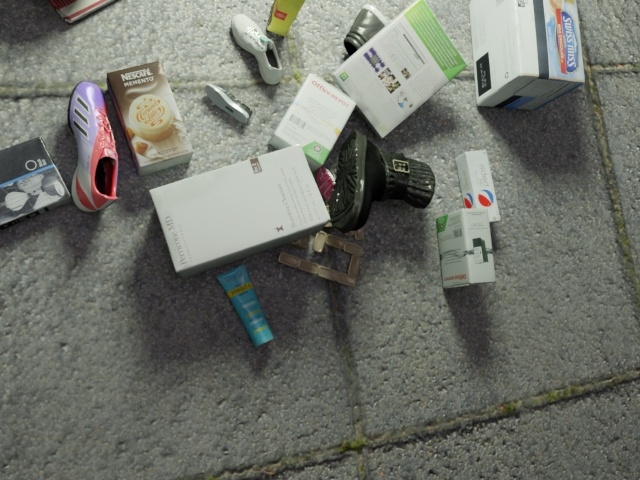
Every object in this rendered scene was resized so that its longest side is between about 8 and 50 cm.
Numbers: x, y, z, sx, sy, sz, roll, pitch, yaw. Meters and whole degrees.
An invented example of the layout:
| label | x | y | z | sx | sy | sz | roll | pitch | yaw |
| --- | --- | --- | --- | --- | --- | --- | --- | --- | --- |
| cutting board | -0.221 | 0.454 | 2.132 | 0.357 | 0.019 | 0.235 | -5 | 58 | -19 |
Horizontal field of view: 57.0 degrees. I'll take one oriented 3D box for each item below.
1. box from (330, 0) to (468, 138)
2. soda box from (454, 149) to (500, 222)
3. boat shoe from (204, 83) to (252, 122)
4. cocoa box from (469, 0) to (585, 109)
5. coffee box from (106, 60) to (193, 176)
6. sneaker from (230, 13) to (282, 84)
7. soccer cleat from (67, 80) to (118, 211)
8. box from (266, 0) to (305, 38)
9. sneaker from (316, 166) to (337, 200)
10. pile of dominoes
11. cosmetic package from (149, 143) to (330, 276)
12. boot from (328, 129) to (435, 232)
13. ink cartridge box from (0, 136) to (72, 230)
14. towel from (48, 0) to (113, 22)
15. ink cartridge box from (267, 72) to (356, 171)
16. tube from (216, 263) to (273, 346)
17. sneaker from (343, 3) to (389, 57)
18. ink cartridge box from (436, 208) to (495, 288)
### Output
| label | x | y | z | sx | sy | sz | roll | pitch | yaw |
| --- | --- | --- | --- | --- | --- | --- | --- | --- | --- |
| box | 0.220 | -0.476 | 1.644 | 0.322 | 0.058 | 0.232 | -40 | 109 | 3 |
| soda box | 0.462 | -0.152 | 1.740 | 0.073 | 0.069 | 0.216 | -8 | 83 | -17 |
| boat shoe | -0.245 | -0.371 | 1.573 | 0.142 | 0.049 | 0.040 | 39 | 54 | -9 |
| cocoa box | 0.612 | -0.597 | 1.768 | 0.227 | 0.231 | 0.347 | 1 | 81 | -18 |
| coffee box | -0.428 | -0.303 | 1.475 | 0.141 | 0.098 | 0.247 | -20 | 88 | -19 |
| sneaker | -0.162 | -0.533 | 1.595 | 0.080 | 0.094 | 0.212 | -35 | 92 | -17 |
| soccer cleat | -0.530 | -0.230 | 1.408 | 0.108 | 0.116 | 0.318 | 5 | 81 | -53 |
| box | -0.084 | -0.632 | 1.561 | 0.058 | 0.232 | 0.087 | 15 | 79 | -17 |
| sneaker | 0.056 | -0.134 | 1.618 | 0.074 | 0.063 | 0.170 | -24 | 72 | -46 |
| pile of dominoes | 0.000 | 0.000 | 1.604 | 0.251 | 0.040 | 0.196 | 21 | 76 | -21 |
| cosmetic package | -0.199 | -0.069 | 1.454 | 0.384 | 0.156 | 0.217 | -21 | 84 | -13 |
| boot | 0.174 | -0.126 | 1.556 | 0.260 | 0.131 | 0.348 | 25 | 50 | -17 |
| ink cartridge box | -0.770 | -0.102 | 1.360 | 0.332 | 0.065 | 0.165 | -28 | 91 | -18 |
| towel | -0.650 | -0.741 | 1.511 | 0.237 | 0.037 | 0.329 | -39 | 96 | -21 |
| ink cartridge box | -0.022 | -0.320 | 1.606 | 0.154 | 0.093 | 0.212 | 31 | 76 | -11 |
| tube | -0.186 | 0.168 | 1.507 | 0.080 | 0.052 | 0.207 | -23 | 82 | -28 |
| sneaker | 0.187 | -0.522 | 1.706 | 0.295 | 0.104 | 0.147 | 42 | 86 | -13 |
| ink cartridge box | 0.404 | 0.025 | 1.651 | 0.086 | 0.153 | 0.209 | -2 | 83 | -18 |
